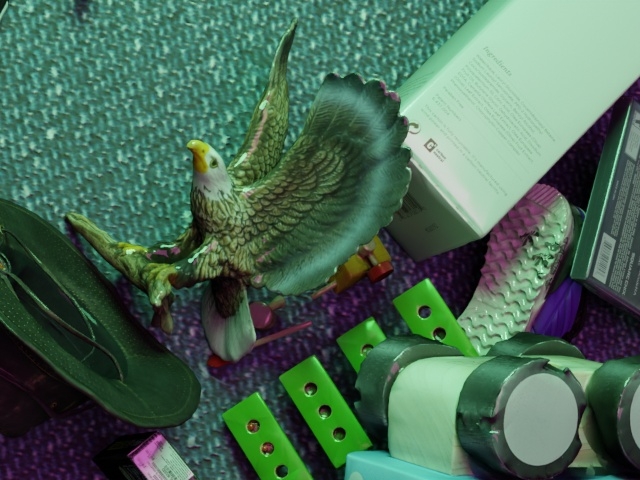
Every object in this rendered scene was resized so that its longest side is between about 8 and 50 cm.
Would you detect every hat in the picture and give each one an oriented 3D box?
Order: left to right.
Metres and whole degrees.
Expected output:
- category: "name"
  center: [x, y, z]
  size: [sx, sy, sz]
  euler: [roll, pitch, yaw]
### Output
- category: "hat"
  center: [-0.266, 0.098, 1.747]
  size: [0.331, 0.331, 0.134]
  euler: [40, 100, -8]

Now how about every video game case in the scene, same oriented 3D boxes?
- category: "video game case"
  center: [0.361, -0.006, 2.007]
  size: [0.274, 0.026, 0.196]
  euler: [30, 71, -46]

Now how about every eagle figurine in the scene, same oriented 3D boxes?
- category: "eagle figurine"
  center: [-0.064, -0.046, 1.843]
  size: [0.298, 0.225, 0.226]
  euler: [-39, 84, -12]

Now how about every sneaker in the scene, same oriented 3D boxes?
- category: "sneaker"
  center: [0.204, 0.097, 1.974]
  size: [0.146, 0.102, 0.293]
  euler: [25, 95, -52]

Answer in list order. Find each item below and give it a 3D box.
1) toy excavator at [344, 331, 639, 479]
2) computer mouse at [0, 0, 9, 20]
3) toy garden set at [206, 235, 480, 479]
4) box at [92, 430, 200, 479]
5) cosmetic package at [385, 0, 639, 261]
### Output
- category: "toy excavator"
  center: [0.117, 0.313, 1.721]
  size: [0.433, 0.222, 0.445]
  euler: [1, 92, -32]
- category: "computer mouse"
  center: [-0.312, -0.242, 1.885]
  size: [0.184, 0.060, 0.262]
  euler: [13, 67, -11]
- category: "toy garden set"
  center: [0.010, 0.113, 1.918]
  size: [0.244, 0.049, 0.204]
  euler: [-33, 76, 1]
- category: "box"
  center: [-0.125, 0.262, 1.801]
  size: [0.045, 0.184, 0.190]
  euler: [-40, 96, -20]
- category: "cosmetic package"
  center: [0.200, -0.163, 1.964]
  size: [0.365, 0.197, 0.155]
  euler: [-43, 95, -17]
